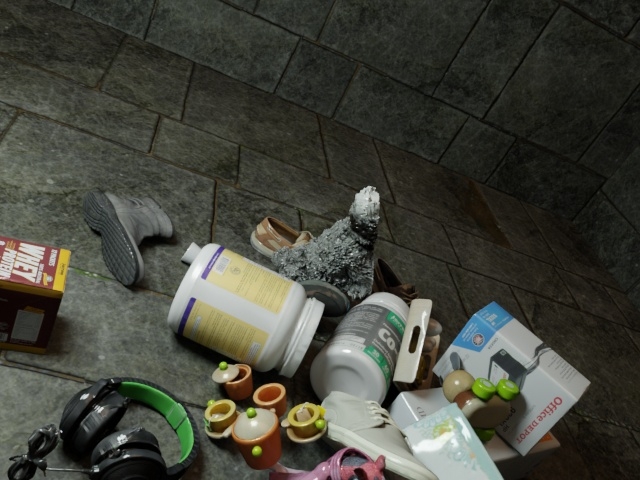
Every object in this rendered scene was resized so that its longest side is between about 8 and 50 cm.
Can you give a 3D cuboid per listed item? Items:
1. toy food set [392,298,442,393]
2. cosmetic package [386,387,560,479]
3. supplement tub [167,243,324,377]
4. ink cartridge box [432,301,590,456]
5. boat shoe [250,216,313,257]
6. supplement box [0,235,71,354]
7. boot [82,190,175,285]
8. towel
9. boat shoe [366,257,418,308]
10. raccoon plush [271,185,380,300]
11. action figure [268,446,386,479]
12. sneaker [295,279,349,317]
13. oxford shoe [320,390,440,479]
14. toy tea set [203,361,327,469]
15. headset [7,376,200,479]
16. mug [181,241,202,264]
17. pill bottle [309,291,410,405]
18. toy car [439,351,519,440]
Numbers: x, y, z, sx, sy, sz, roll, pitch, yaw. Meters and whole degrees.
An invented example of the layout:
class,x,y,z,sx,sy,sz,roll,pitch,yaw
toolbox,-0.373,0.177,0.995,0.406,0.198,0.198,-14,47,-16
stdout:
class,x,y,z,sx,sy,sz,roll,pitch,yaw
toy food set,0.279,0.310,1.616,0.092,0.306,0.220,8,67,21
cosmetic package,0.388,0.516,1.576,0.453,0.162,0.230,4,39,-37
supplement tub,-0.181,0.177,1.485,0.331,0.241,0.241,26,30,-2
ink cartridge box,0.477,0.346,1.521,0.307,0.223,0.129,42,32,23
boat shoe,-0.067,0.031,1.937,0.324,0.116,0.123,27,30,-6
supplement box,-0.642,0.111,1.238,0.191,0.194,0.129,15,33,-25
boot,-0.493,-0.020,1.654,0.222,0.118,0.338,3,44,-47
towel,0.236,0.566,1.253,0.375,0.320,0.090,63,-1,43
boat shoe,0.250,0.197,1.956,0.132,0.130,0.355,-7,47,-46
raccoon plush,0.000,0.000,1.734,0.298,0.447,0.216,-1,41,-2
action figure,0.042,0.477,1.115,0.247,0.370,0.276,17,38,-13
sneaker,-0.090,0.182,1.685,0.340,0.125,0.140,9,43,-1
oxford shoe,0.106,0.407,1.252,0.169,0.130,0.449,47,-18,-16
toy tea set,-0.151,0.347,1.287,0.200,0.124,0.336,-30,29,-35
headset,-0.381,0.356,1.114,0.243,0.185,0.394,44,21,22
mug,-0.356,0.043,1.728,0.064,0.062,0.078,34,36,-10
pill bottle,0.127,0.293,1.633,0.204,0.204,0.361,34,31,7
toy car,0.362,0.371,1.478,0.148,0.155,0.188,10,23,-30
